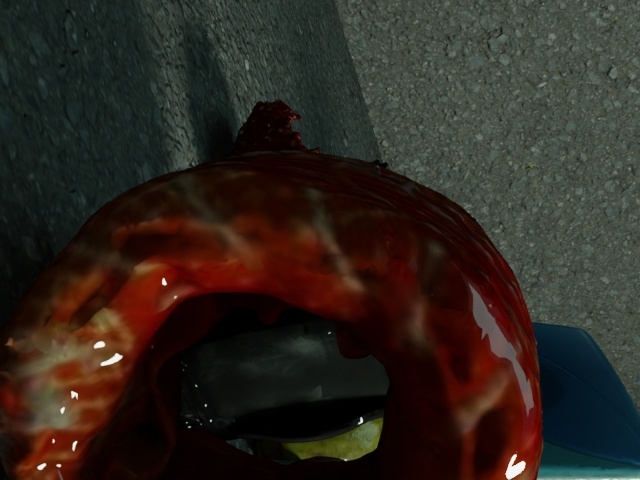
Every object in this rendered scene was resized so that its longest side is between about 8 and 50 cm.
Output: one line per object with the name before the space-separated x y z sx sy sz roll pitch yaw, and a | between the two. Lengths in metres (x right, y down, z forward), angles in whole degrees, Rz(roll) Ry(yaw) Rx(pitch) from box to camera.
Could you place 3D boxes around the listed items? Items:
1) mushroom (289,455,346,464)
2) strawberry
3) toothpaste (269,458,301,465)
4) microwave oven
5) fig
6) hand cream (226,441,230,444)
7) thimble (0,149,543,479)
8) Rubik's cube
mushroom | 0.003 0.315 0.942 0.194 0.138 0.231 -62 147 -31
strawberry | -0.066 -0.033 1.251 0.306 0.138 0.233 -126 -152 -44
toothpaste | -0.070 0.237 0.981 0.069 0.047 0.268 64 10 26
microwave oven | -0.039 0.060 0.906 0.188 0.247 0.178 -88 164 -50
fig | -0.008 0.236 1.179 0.165 0.154 0.144 16 73 -42
hand cream | -0.055 0.332 1.037 0.275 0.050 0.079 67 -11 -19
thimble | -0.025 0.100 0.688 0.230 0.350 0.350 -55 130 -75
Rubik's cube | 0.251 0.341 1.477 0.352 0.351 0.347 -104 -162 -57
